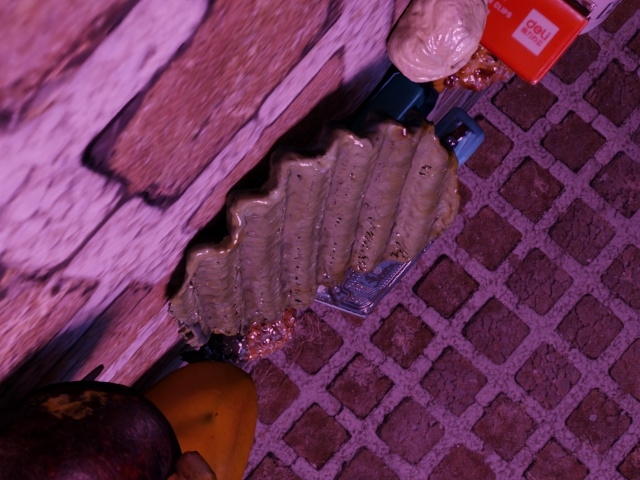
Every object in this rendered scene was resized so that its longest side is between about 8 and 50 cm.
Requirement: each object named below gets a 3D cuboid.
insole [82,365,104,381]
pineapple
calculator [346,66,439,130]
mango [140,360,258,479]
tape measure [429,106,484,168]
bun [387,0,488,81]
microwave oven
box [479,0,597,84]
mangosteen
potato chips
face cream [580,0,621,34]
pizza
[{"bbox_3d":[-0.250,0.168,0.722,0.153,0.002,0.053,-47,176,-22],"label":"insole"},{"bbox_3d":[-0.124,0.148,1.216,0.197,0.108,0.108,-31,165,-45],"label":"pineapple"},{"bbox_3d":[0.055,-0.104,1.023,0.248,0.058,0.274,-50,175,5],"label":"calculator"},{"bbox_3d":[-0.234,0.344,1.011,0.446,0.232,0.300,-56,175,-25],"label":"mango"},{"bbox_3d":[0.163,-0.120,1.097,0.125,0.081,0.146,-46,-179,16],"label":"tape measure"},{"bbox_3d":[0.117,-0.197,0.741,0.115,0.069,0.115,-50,176,-5],"label":"bun"},{"bbox_3d":[0.069,-0.001,1.234,0.162,0.122,0.208,24,114,-42],"label":"microwave oven"},{"bbox_3d":[0.220,-0.251,0.876,0.099,0.133,0.182,-54,173,24],"label":"box"},{"bbox_3d":[-0.161,0.207,0.559,0.192,0.217,0.192,-47,169,-13],"label":"mangosteen"},{"bbox_3d":[0.000,0.000,0.863,0.358,0.070,0.429,-30,162,-12],"label":"potato chips"},{"bbox_3d":[0.337,-0.350,1.076,0.145,0.145,0.370,-48,175,-6],"label":"face cream"},{"bbox_3d":[0.228,-0.238,1.048,0.193,0.069,0.154,-13,166,-9],"label":"pizza"}]
